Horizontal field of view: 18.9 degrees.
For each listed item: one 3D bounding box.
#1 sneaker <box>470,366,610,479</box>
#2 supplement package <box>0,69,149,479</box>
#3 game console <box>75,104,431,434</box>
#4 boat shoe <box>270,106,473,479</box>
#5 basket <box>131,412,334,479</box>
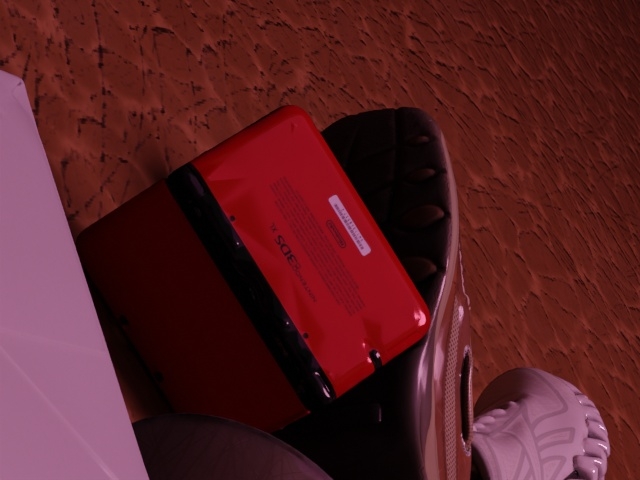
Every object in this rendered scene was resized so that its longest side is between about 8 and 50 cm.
[{"bbox_3d":[0.112,0.153,1.236,0.118,0.110,0.292,44,24,-12],"label":"sneaker"},{"bbox_3d":[-0.206,0.028,0.630,0.262,0.145,0.204,22,42,-58],"label":"supplement package"},{"bbox_3d":[-0.035,0.022,1.016,0.124,0.085,0.144,-33,93,-28],"label":"game console"},{"bbox_3d":[0.030,0.085,1.082,0.120,0.122,0.324,51,40,-56],"label":"boat shoe"},{"bbox_3d":[-0.061,0.209,0.707,0.227,0.154,0.204,-66,147,-60],"label":"basket"}]
